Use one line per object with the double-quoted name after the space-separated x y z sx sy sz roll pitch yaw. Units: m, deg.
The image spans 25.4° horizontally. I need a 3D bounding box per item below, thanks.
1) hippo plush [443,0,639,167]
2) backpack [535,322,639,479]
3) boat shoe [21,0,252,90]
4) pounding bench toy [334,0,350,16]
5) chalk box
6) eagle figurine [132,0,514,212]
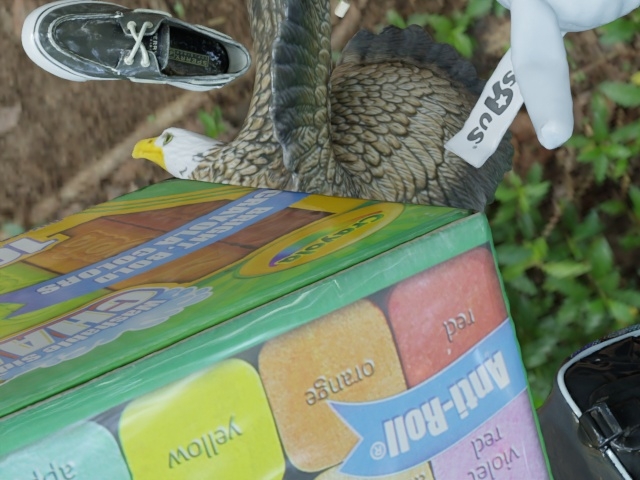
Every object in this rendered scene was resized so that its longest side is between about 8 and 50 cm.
0.078 -0.220 0.680 0.236 0.234 0.294 41 82 -9 "hippo plush"
0.287 0.160 0.995 0.254 0.225 0.191 -23 151 -24 "backpack"
-0.169 -0.186 1.338 0.219 0.077 0.070 3 179 -33 "boat shoe"
0.008 -0.306 1.699 0.083 0.065 0.052 43 121 -1 "pounding bench toy"
-0.040 0.094 0.445 0.180 0.289 0.179 -22 104 -26 "chalk box"
-0.011 -0.057 0.793 0.225 0.298 0.226 27 163 5 "eagle figurine"
